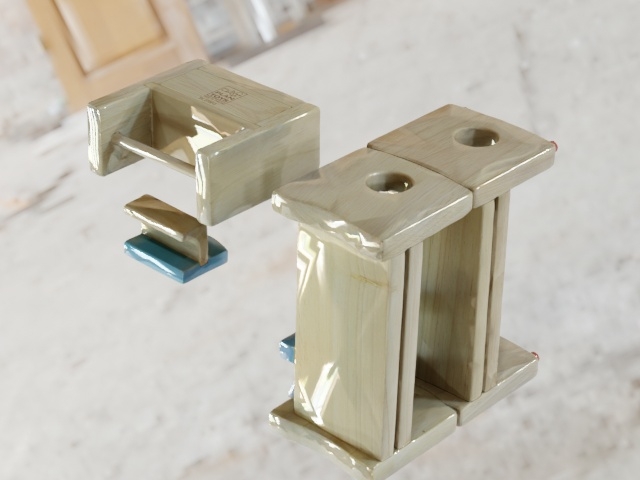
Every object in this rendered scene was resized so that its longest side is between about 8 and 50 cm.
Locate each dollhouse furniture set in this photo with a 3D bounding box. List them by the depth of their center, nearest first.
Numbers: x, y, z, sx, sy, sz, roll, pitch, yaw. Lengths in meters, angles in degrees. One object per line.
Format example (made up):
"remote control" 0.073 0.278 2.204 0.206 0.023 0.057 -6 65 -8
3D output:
"dollhouse furniture set" 0.000 0.000 0.886 0.184 0.129 0.129 25 37 35
